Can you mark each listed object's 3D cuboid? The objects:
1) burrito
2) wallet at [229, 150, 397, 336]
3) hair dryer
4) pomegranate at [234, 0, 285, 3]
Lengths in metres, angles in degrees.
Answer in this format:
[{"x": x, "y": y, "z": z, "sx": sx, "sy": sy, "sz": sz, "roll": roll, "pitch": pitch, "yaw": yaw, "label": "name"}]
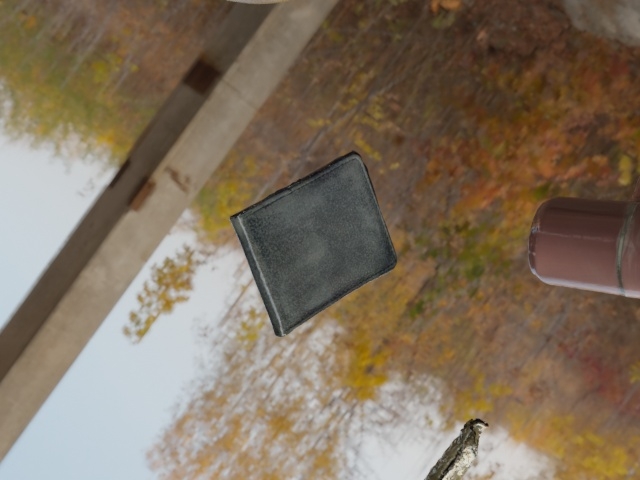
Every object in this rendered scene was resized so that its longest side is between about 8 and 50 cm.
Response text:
[{"x": 0.172, "y": 0.316, "z": 1.281, "sx": 0.051, "sy": 0.171, "sz": 0.042, "roll": 24, "pitch": -165, "yaw": -46, "label": "burrito"}, {"x": -0.002, "y": 0.000, "z": 1.172, "sx": 0.036, "sy": 0.222, "sz": 0.167, "roll": -3, "pitch": 113, "yaw": 50, "label": "wallet"}, {"x": 0.442, "y": -0.070, "z": 1.304, "sx": 0.211, "sy": 0.352, "sz": 0.125, "roll": 7, "pitch": 139, "yaw": 32, "label": "hair dryer"}, {"x": -0.054, "y": -0.359, "z": 0.913, "sx": 0.260, "sy": 0.260, "sz": 0.260, "roll": 36, "pitch": 180, "yaw": 0, "label": "pomegranate"}]
